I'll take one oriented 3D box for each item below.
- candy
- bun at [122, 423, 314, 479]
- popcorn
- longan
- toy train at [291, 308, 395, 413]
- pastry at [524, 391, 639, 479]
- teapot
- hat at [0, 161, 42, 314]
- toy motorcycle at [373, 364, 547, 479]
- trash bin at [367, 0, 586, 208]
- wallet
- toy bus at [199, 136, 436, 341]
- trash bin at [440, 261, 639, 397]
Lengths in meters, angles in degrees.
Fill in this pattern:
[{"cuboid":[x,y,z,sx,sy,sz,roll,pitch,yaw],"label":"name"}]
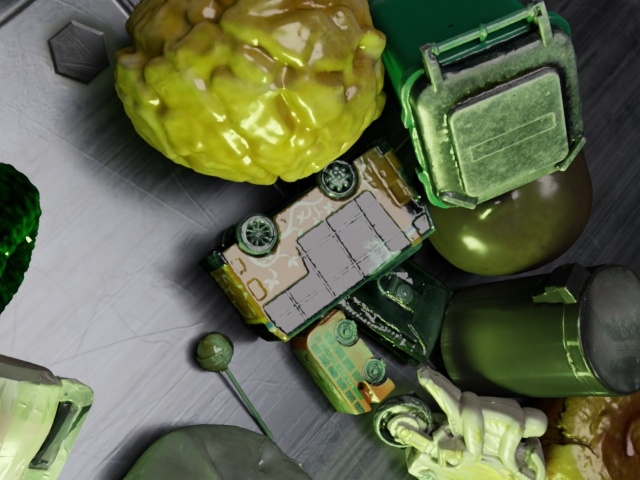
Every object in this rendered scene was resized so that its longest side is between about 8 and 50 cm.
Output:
[{"cuboid":[-0.123,0.227,1.656,0.061,0.061,0.202,-40,110,-26],"label":"candy"},{"cuboid":[-0.140,0.431,1.532,0.355,0.194,0.354,5,80,-29],"label":"bun"},{"cuboid":[-0.101,-0.237,1.523,0.354,0.390,0.344,-32,111,-11],"label":"popcorn"},{"cuboid":[0.295,-0.081,1.781,0.297,0.297,0.297,4,82,-27],"label":"longan"},{"cuboid":[0.031,0.192,1.722,0.099,0.072,0.188,-41,103,-20],"label":"toy train"},{"cuboid":[0.515,0.369,1.903,0.356,0.164,0.355,6,76,-23],"label":"pastry"},{"cuboid":[-0.432,0.245,1.451,0.163,0.221,0.178,15,85,15],"label":"teapot"},{"cuboid":[-0.546,-0.012,1.386,0.332,0.242,0.274,22,29,-2],"label":"hat"},{"cuboid":[0.255,0.329,1.757,0.341,0.108,0.223,39,110,-19],"label":"toy motorcycle"},{"cuboid":[0.199,-0.270,1.608,0.259,0.381,0.295,-24,133,-3],"label":"trash bin"},{"cuboid":[0.105,0.084,1.786,0.236,0.055,0.160,36,62,-18],"label":"wallet"},{"cuboid":[0.000,0.000,1.646,0.323,0.162,0.194,-35,94,-16],"label":"toy bus"},{"cuboid":[0.360,0.151,1.747,0.252,0.302,0.203,45,58,-24],"label":"trash bin"}]
